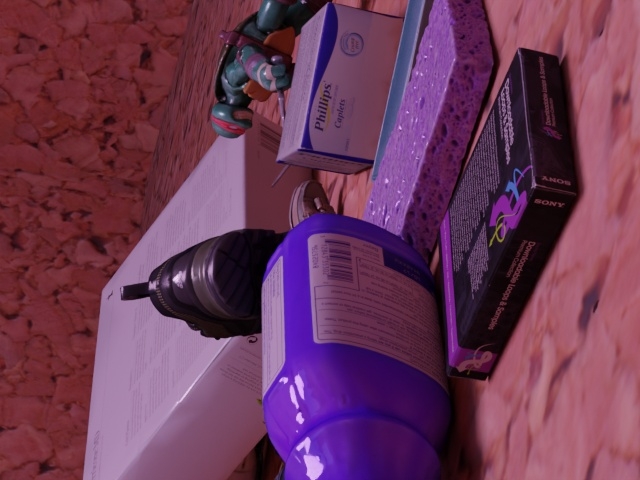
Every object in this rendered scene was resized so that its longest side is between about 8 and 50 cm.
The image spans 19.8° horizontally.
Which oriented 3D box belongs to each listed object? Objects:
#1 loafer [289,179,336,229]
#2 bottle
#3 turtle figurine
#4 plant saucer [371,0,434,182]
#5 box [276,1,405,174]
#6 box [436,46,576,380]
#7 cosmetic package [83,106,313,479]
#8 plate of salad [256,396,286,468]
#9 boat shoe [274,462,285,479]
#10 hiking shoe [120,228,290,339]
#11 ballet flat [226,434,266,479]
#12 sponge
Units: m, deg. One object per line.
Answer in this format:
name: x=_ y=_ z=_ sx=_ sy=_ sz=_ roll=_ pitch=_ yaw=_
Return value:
loafer: x=0.000 y=0.000 z=1.633 sx=0.039 sy=0.045 sz=0.125 roll=-37 pitch=47 yaw=51
bottle: x=0.023 y=0.099 z=1.142 sx=0.092 sy=0.118 sz=0.283 roll=-57 pitch=21 yaw=30
turtle figurine: x=-0.040 y=-0.167 z=1.699 sx=0.234 sy=0.118 sz=0.175 roll=-67 pitch=-12 yaw=8
plant saucer: x=0.071 y=-0.134 z=1.417 sx=0.067 sy=0.018 sz=0.192 roll=-132 pitch=52 yaw=-78
box: x=0.016 y=-0.126 z=1.556 sx=0.137 sy=0.072 sz=0.126 roll=167 pitch=113 yaw=-80
box: x=0.105 y=-0.014 z=1.057 sx=0.162 sy=0.029 sz=0.116 roll=108 pitch=167 yaw=-45
cosmetic package: x=-0.116 y=0.081 z=1.788 sx=0.284 sy=0.097 sz=0.377 roll=-48 pitch=24 yaw=26
plate of salad: x=-0.006 y=0.166 z=1.274 sx=0.200 sy=0.048 sz=0.200 roll=-11 pitch=-90 yaw=-86
boat shoe: x=-0.011 y=0.207 z=1.379 sx=0.183 sy=0.065 sz=0.083 roll=-96 pitch=18 yaw=-62
hiking shoe: x=-0.044 y=0.031 z=1.345 sx=0.227 sy=0.114 sz=0.086 roll=13 pitch=-107 yaw=-56
ballet flat: x=-0.082 y=0.186 z=1.812 sx=0.079 sy=0.077 sz=0.221 roll=134 pitch=150 yaw=-67
sponge: x=0.073 y=-0.066 z=1.284 sx=0.117 sy=0.031 sz=0.210 roll=-94 pitch=17 yaw=-55
